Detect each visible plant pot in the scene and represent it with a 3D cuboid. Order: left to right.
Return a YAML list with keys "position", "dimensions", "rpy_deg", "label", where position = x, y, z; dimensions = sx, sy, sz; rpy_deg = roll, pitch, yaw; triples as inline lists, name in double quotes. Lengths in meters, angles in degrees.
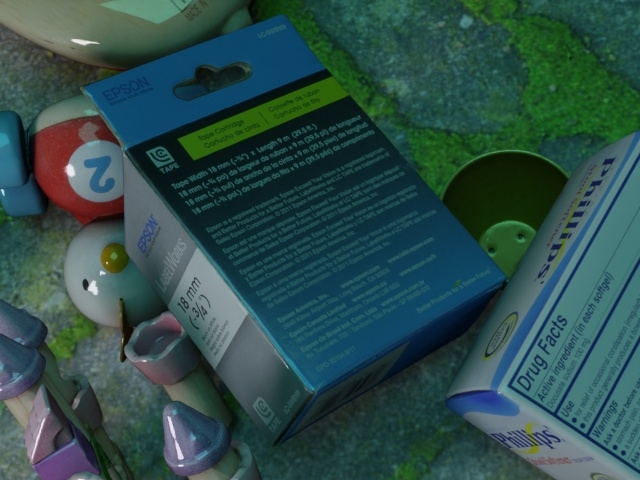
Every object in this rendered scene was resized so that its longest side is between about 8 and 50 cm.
- position: [0.180, -0.006, 1.319]
  dimensions: [0.134, 0.095, 0.134]
  rpy_deg: [-3, 67, 7]
  label: "plant pot"

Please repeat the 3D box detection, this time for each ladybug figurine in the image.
- position: [-0.235, -0.326, 1.483]
  dimensions: [0.305, 0.162, 0.449]
  rpy_deg: [-43, 67, -11]
  label: "ladybug figurine"

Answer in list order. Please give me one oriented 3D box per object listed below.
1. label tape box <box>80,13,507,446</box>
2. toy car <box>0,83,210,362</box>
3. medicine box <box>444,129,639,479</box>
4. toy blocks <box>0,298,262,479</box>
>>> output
- position: [-0.035, -0.020, 1.233]
  dimensions: [0.241, 0.106, 0.333]
  rpy_deg: [-26, 69, -36]
  label: "label tape box"
- position: [-0.195, -0.005, 1.330]
  dimensions: [0.219, 0.210, 0.238]
  rpy_deg: [-9, 78, -4]
  label: "toy car"
- position: [0.301, 0.099, 1.174]
  dimensions: [0.289, 0.149, 0.263]
  rpy_deg: [34, 74, -4]
  label: "medicine box"
- position: [-0.224, 0.185, 1.152]
  dimensions: [0.309, 0.260, 0.288]
  rpy_deg: [-30, 32, -4]
  label: "toy blocks"
